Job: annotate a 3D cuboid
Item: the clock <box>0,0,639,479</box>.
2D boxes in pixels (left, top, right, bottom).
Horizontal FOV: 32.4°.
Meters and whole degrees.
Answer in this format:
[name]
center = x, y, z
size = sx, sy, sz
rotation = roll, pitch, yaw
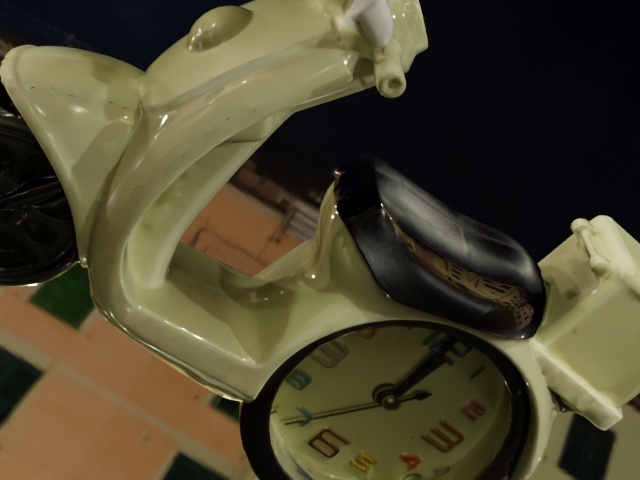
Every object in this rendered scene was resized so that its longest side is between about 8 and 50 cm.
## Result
[clock]
center = 0.000, 0.000, 0.579
size = 0.276, 0.120, 0.379
rotation = -40, -62, 19
